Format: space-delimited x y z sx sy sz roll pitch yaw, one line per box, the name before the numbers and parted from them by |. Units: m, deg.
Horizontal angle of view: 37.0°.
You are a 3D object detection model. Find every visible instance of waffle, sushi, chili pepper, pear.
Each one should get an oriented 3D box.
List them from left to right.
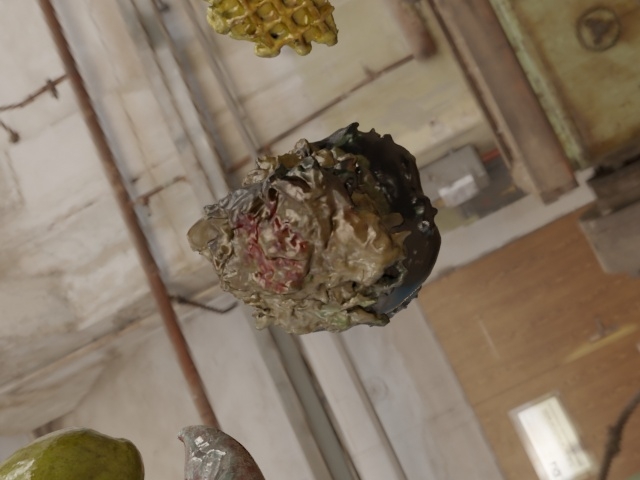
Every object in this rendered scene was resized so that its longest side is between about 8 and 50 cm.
pear | -0.379 0.416 1.388 0.253 0.252 0.307 56 -132 -43
chili pepper | -0.044 0.140 0.467 0.153 0.050 0.041 -130 28 -64
waffle | -0.042 -0.268 0.964 0.192 0.160 0.046 105 150 -42
sushi | -0.002 0.001 0.998 0.225 0.238 0.218 42 -158 8
